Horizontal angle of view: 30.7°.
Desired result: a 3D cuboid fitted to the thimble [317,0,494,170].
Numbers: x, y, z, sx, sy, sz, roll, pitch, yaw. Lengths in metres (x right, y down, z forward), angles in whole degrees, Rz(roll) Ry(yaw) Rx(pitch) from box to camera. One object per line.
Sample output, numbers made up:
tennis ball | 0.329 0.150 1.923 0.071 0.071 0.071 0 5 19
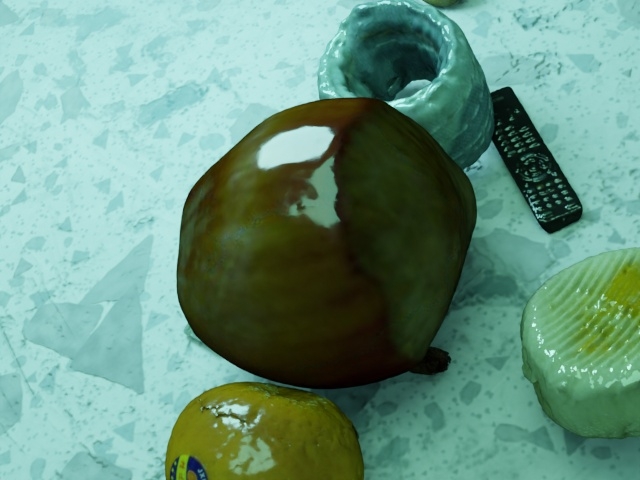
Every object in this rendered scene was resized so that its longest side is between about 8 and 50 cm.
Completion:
thimble | 0.107 -0.199 1.537 0.205 0.172 0.250 -42 48 -2

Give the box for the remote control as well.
remote control | 0.268 -0.111 1.522 0.063 0.025 0.245 -23 51 3

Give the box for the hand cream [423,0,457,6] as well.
hand cream | 0.205 -0.443 1.754 0.084 0.084 0.203 10 53 26

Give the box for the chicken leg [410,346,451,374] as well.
chicken leg | 0.118 0.143 1.402 0.083 0.021 0.036 7 69 30

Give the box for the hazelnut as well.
hazelnut | 0.008 -0.002 1.364 0.365 0.366 0.366 -10 54 14

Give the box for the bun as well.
bun | 0.333 0.125 1.254 0.243 0.153 0.244 -17 32 11

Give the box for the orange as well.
orange | -0.061 0.250 1.274 0.219 0.193 0.219 -5 12 1

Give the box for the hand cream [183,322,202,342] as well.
hand cream | -0.108 0.051 1.538 0.067 0.042 0.194 23 71 30
